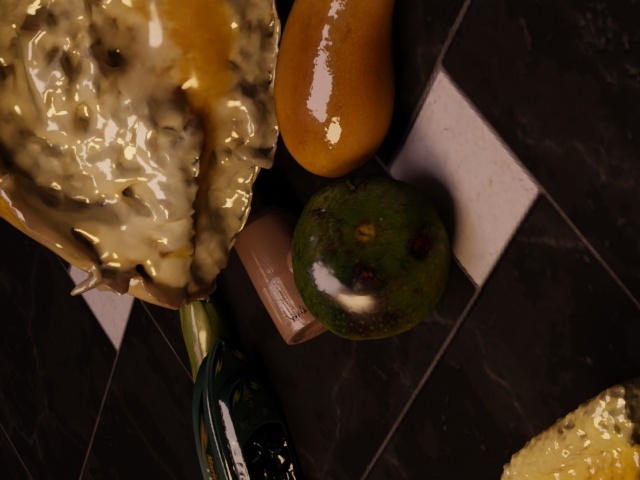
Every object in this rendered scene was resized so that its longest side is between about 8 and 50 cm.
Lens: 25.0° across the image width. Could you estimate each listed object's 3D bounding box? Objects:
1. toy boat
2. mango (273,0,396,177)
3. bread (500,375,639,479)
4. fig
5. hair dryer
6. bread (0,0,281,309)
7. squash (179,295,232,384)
[{"bbox_3d":[-0.065,0.209,1.392,0.103,0.093,0.246,-9,100,37],"label":"toy boat"},{"bbox_3d":[0.012,-0.135,1.080,0.102,0.084,0.184,34,128,42],"label":"mango"},{"bbox_3d":[0.211,0.176,0.904,0.169,0.140,0.160,-52,53,59],"label":"bread"},{"bbox_3d":[0.040,0.022,1.117,0.123,0.123,0.156,58,176,16],"label":"fig"},{"bbox_3d":[0.000,0.000,1.210,0.181,0.064,0.117,-45,68,48],"label":"hair dryer"},{"bbox_3d":[-0.237,-0.152,1.253,0.394,0.250,0.361,22,115,51],"label":"bread"},{"bbox_3d":[-0.110,0.118,1.444,0.052,0.052,0.183,10,117,55],"label":"squash"}]
